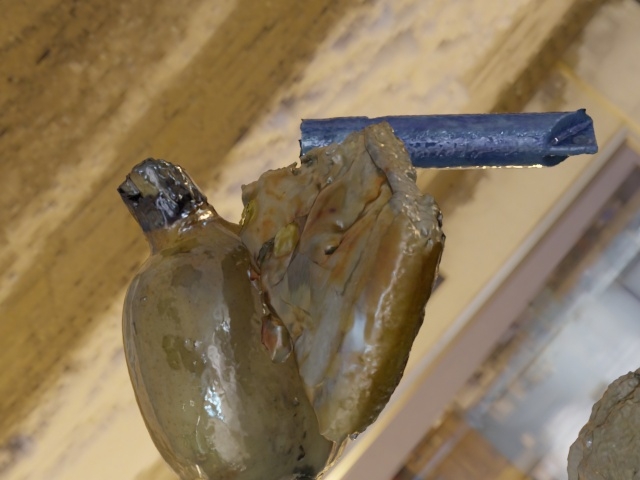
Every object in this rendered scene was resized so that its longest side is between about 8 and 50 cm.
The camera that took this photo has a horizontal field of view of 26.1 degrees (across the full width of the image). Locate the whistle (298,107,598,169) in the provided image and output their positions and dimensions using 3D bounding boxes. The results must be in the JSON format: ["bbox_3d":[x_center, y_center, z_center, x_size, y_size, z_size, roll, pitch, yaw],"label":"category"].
[{"bbox_3d":[0.130,-0.100,1.428,0.062,0.304,0.062,-1,90,-85],"label":"whistle"}]

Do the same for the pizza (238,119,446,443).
[{"bbox_3d":[0.001,0.000,0.999,0.189,0.071,0.297,-65,-155,22],"label":"pizza"}]

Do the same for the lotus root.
[{"bbox_3d":[-0.082,0.074,1.166,0.182,0.310,0.183,-21,179,0],"label":"lotus root"}]

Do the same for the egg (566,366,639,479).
[{"bbox_3d":[0.390,0.240,1.354,0.310,0.279,0.279,-16,-178,25],"label":"egg"}]
